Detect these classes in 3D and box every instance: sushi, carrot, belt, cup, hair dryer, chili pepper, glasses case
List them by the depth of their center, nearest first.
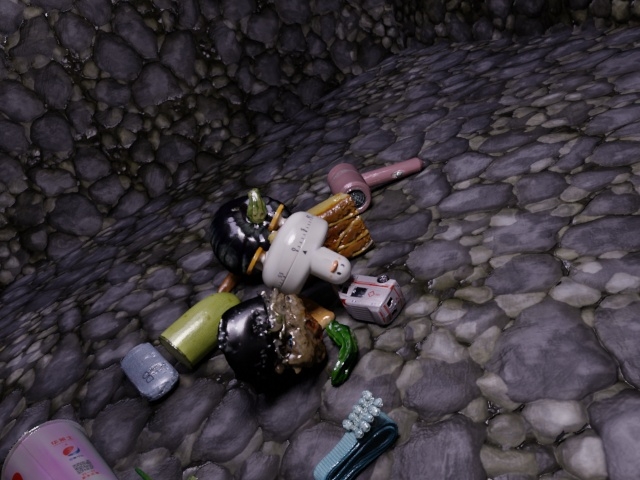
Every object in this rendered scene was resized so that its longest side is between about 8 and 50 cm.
[{"bbox_3d":[0.058,0.373,0.961,0.179,0.100,0.065,-40,26,-19],"label":"belt"},{"bbox_3d":[-0.529,0.532,1.125,0.289,0.202,0.203,11,45,42],"label":"cup"},{"bbox_3d":[-0.106,0.223,1.228,0.219,0.238,0.225,-17,-7,4],"label":"sushi"},{"bbox_3d":[0.052,0.254,1.228,0.073,0.050,0.182,-15,31,8],"label":"chili pepper"},{"bbox_3d":[-0.486,0.366,1.486,0.109,0.067,0.283,-37,30,-24],"label":"glasses case"},{"bbox_3d":[-0.290,0.119,1.769,0.061,0.061,0.209,-6,39,35],"label":"carrot"},{"bbox_3d":[0.210,-0.220,1.866,0.353,0.125,0.210,-19,28,0],"label":"hair dryer"}]

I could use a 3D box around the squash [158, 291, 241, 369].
[{"bbox_3d":[-0.324,0.236,1.500,0.133,0.132,0.247,6,42,47],"label":"squash"}]

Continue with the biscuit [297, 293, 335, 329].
[{"bbox_3d":[-0.082,0.210,1.441,0.160,0.030,0.250,-37,29,-19],"label":"biscuit"}]

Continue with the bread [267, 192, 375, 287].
[{"bbox_3d":[0.000,0.000,1.574,0.275,0.184,0.114,-30,18,-6],"label":"bread"}]

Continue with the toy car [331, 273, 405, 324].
[{"bbox_3d":[0.104,0.145,1.331,0.210,0.089,0.108,5,46,41],"label":"toy car"}]

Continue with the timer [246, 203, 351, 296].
[{"bbox_3d":[-0.042,0.046,1.384,0.233,0.240,0.233,-155,90,-87],"label":"timer"}]

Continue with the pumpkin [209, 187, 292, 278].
[{"bbox_3d":[-0.207,-0.032,1.693,0.296,0.295,0.295,-21,28,11],"label":"pumpkin"}]

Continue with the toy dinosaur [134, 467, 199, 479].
[{"bbox_3d":[-0.285,0.578,0.934,0.447,0.087,0.300,-1,44,44],"label":"toy dinosaur"}]
